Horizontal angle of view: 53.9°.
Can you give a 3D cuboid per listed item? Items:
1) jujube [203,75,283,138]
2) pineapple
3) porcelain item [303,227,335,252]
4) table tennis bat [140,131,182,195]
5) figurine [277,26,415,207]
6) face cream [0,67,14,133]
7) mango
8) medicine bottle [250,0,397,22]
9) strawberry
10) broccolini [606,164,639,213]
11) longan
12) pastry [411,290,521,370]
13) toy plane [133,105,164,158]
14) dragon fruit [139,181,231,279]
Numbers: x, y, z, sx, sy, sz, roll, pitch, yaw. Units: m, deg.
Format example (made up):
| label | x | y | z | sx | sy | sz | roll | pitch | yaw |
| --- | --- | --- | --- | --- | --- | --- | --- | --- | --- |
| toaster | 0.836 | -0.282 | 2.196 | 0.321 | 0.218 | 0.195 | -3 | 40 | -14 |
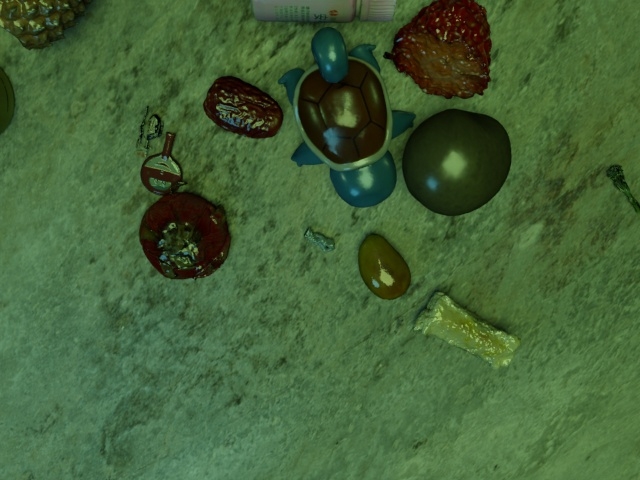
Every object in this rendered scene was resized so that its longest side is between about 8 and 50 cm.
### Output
| label | x | y | z | sx | sy | sz | roll | pitch | yaw |
| --- | --- | --- | --- | --- | --- | --- | --- | --- | --- |
| jujube | -0.167 | -0.288 | 1.389 | 0.176 | 0.109 | 0.112 | 24 | 110 | -11 |
| pineapple | -0.524 | -0.567 | 1.268 | 0.357 | 0.223 | 0.223 | -42 | 102 | 1 |
| porcelain item | 0.000 | 0.000 | 1.519 | 0.083 | 0.028 | 0.036 | 33 | 121 | -11 |
| table tennis bat | -0.366 | -0.178 | 1.472 | 0.098 | 0.019 | 0.154 | 16 | 109 | -6 |
| figurine | 0.061 | -0.280 | 1.358 | 0.298 | 0.243 | 0.416 | -22 | 126 | -3 |
| face cream | -0.802 | -0.302 | 1.348 | 0.218 | 0.179 | 0.218 | 0 | 107 | 0 |
| mango | 0.147 | 0.068 | 1.509 | 0.111 | 0.089 | 0.163 | -43 | 92 | 0 |
| medicine bottle | 0.007 | -0.535 | 1.280 | 0.291 | 0.178 | 0.178 | 1 | 107 | -1 |
| strawberry | 0.274 | -0.422 | 1.338 | 0.234 | 0.234 | 0.178 | 31 | 74 | -9 |
| broccolini | 0.723 | -0.122 | 1.486 | 0.140 | 0.030 | 0.035 | 47 | 65 | -17 |
| longan | 0.299 | -0.176 | 1.368 | 0.248 | 0.248 | 0.248 | 0 | 107 | 0 |
| pastry | 0.364 | 0.221 | 1.552 | 0.259 | 0.089 | 0.121 | 25 | 110 | -9 |
| toy plane | -0.393 | -0.245 | 1.443 | 0.049 | 0.031 | 0.120 | 18 | 104 | 0 |
| dragon fruit | -0.320 | 0.007 | 1.456 | 0.218 | 0.148 | 0.223 | 35 | 105 | -12 |
